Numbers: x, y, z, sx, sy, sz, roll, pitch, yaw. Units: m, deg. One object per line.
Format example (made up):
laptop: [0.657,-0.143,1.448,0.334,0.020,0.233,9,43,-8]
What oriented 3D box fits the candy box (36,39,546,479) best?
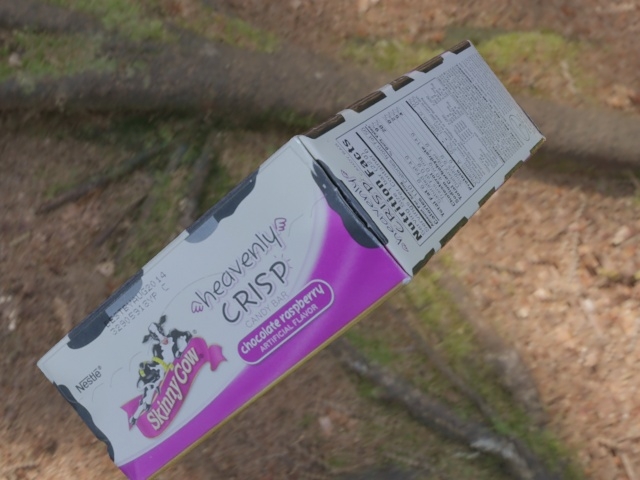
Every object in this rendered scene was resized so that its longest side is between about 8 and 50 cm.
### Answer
candy box: [0.000,0.000,0.618,0.071,0.159,0.233,51,28,1]
